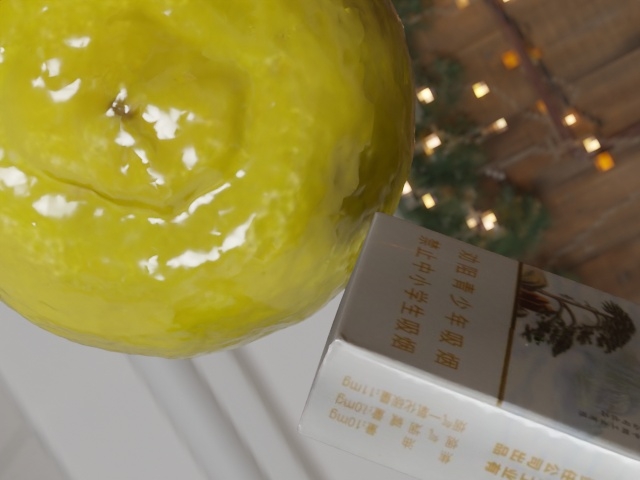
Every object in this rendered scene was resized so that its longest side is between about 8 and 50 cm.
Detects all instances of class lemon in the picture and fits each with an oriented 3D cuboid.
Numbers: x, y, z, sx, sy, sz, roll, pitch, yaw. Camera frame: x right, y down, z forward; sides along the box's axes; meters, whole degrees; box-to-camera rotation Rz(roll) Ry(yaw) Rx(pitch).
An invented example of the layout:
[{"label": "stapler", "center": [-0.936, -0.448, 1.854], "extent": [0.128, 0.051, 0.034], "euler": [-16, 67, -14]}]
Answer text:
[{"label": "lemon", "center": [-0.097, -0.084, 1.002], "extent": [0.348, 0.348, 0.348], "euler": [54, -162, -27]}]

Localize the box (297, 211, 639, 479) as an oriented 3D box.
[{"label": "box", "center": [0.118, 0.078, 0.805], "extent": [0.233, 0.067, 0.149], "euler": [20, -148, 1]}]
